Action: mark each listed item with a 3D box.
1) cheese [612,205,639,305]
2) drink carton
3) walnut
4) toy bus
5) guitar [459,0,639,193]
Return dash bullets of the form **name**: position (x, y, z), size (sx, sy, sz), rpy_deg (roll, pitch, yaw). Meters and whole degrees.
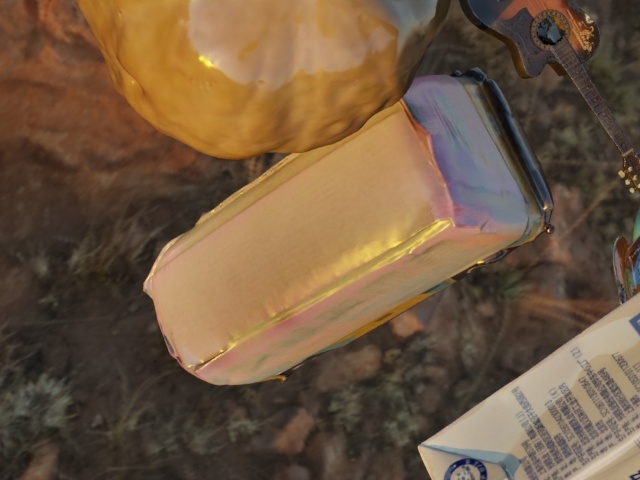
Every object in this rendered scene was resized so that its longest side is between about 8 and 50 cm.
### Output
- **cheese**: position (0.322, 0.008, 1.176), size (0.256, 0.037, 0.106), rpy_deg (-36, 114, -57)
- **drink carton**: position (0.236, 0.122, 0.865), size (0.130, 0.315, 0.106), rpy_deg (46, 12, -39)
- **walnut**: position (-0.052, -0.222, 0.899), size (0.306, 0.344, 0.306), rpy_deg (-2, 105, -8)
- **toy bus**: position (0.000, 0.000, 1.092), size (0.162, 0.386, 0.171), rpy_deg (2, 61, -50)
- **guitar**: position (0.197, -0.132, 0.950), size (0.088, 0.025, 0.233), rpy_deg (-36, 99, -5)
